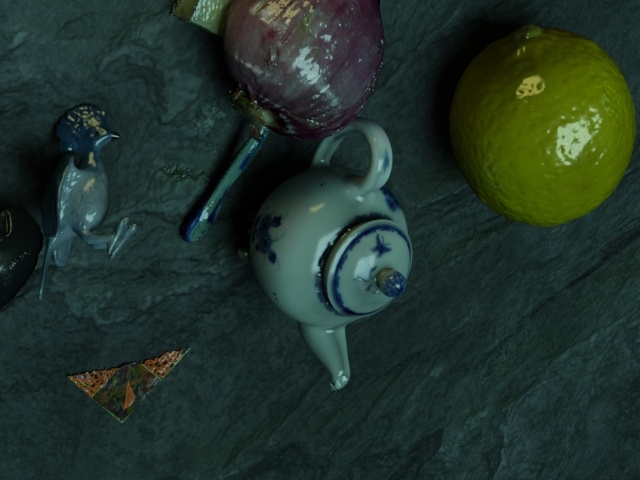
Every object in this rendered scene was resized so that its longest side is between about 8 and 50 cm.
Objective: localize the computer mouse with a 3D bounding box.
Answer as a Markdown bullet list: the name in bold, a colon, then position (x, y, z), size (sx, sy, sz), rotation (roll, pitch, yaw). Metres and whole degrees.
- **computer mouse**: position (-0.455, 0.046, 1.677), size (0.217, 0.073, 0.122), rotation (-38, 129, -13)

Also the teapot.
- **teapot**: position (0.034, 0.019, 1.945), size (0.252, 0.280, 0.424), rotation (-5, 114, -37)

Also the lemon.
- **lemon**: position (0.370, -0.188, 2.135), size (0.336, 0.336, 0.336), rotation (-21, 129, -29)

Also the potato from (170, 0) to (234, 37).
- **potato**: position (-0.146, -0.348, 1.763), size (0.086, 0.061, 0.122), rotation (18, 103, -44)

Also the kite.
- **kite**: position (-0.313, 0.244, 2.048), size (0.222, 0.008, 0.125), rotation (-10, 123, -36)

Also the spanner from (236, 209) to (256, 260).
- **spanner**: position (0.000, 0.000, 2.130), size (0.324, 0.040, 0.096), rotation (6, 114, -41)

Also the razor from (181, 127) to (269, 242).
- **razor**: position (-0.123, -0.131, 1.930), size (0.093, 0.056, 0.324), rotation (17, 106, -47)

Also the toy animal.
- **toy animal**: position (-0.335, -0.048, 1.735), size (0.255, 0.176, 0.239), rotation (-51, 173, -13)

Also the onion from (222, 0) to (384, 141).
- **onion**: position (0.025, -0.298, 1.822), size (0.349, 0.159, 0.267), rotation (-54, 146, -15)
